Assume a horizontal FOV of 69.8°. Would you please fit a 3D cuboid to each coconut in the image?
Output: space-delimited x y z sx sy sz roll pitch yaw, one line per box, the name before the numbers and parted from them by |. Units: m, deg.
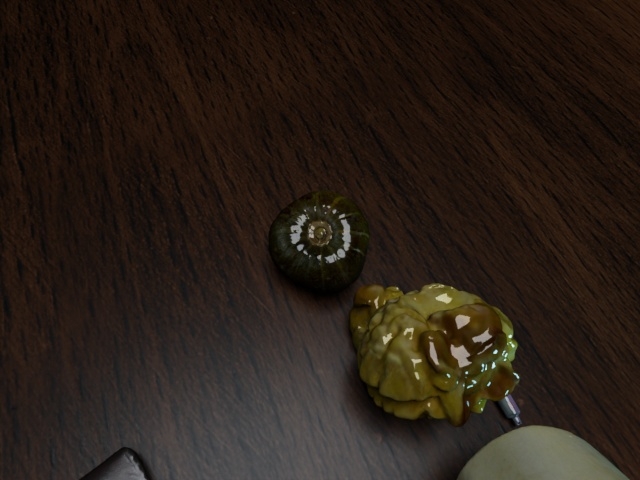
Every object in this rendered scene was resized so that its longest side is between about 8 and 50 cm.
coconut | 0.336 0.432 0.649 0.324 0.322 0.322 3 58 -4

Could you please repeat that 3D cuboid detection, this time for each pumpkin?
pumpkin | 0.000 0.000 0.970 0.219 0.162 0.218 -4 74 13

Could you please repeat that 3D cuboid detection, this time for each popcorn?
popcorn | 0.180 0.199 0.831 0.333 0.224 0.265 23 44 34

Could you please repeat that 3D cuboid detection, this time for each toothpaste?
toothpaste | 0.340 0.277 0.897 0.045 0.028 0.169 -19 60 -9

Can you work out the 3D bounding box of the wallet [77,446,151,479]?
wallet | -0.352 0.458 0.702 0.229 0.049 0.182 -34 67 -26
